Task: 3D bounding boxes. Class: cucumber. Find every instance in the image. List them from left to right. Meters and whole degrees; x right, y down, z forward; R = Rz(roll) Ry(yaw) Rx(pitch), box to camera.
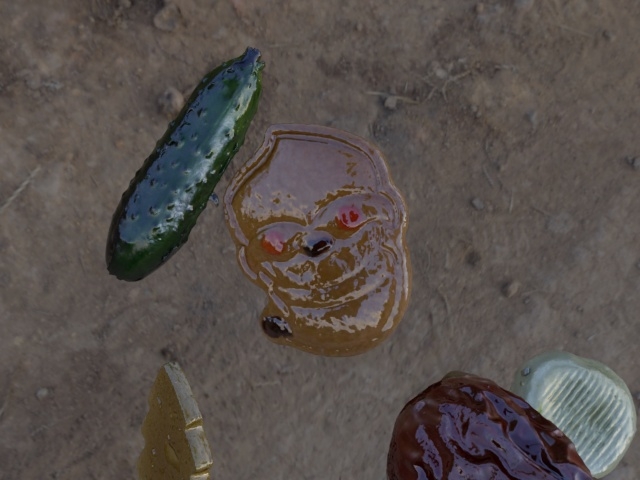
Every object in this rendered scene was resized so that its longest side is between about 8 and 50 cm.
[{"bbox_3d":[-0.112,-0.060,0.565,0.069,0.069,0.227,38,101,17],"label":"cucumber"}]

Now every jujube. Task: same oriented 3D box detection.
[{"bbox_3d":[0.158,0.221,0.577,0.155,0.155,0.230,-38,48,-16],"label":"jujube"}]

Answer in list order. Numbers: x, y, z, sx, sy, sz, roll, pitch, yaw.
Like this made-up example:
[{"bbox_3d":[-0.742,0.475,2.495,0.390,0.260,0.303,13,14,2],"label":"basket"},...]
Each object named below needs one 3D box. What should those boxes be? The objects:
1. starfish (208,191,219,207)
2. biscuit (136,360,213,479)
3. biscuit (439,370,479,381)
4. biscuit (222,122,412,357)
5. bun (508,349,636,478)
[{"bbox_3d":[-0.263,-0.081,1.368,0.057,0.238,0.213,37,36,-23],"label":"starfish"},{"bbox_3d":[-0.192,0.279,0.913,0.041,0.212,0.239,-2,96,-36],"label":"biscuit"},{"bbox_3d":[0.209,0.401,1.092,0.074,0.359,0.381,5,63,35],"label":"biscuit"},{"bbox_3d":[0.000,0.000,1.254,0.349,0.078,0.456,-16,99,17],"label":"biscuit"},{"bbox_3d":[0.498,0.346,1.366,0.259,0.160,0.260,-1,74,2],"label":"bun"}]
